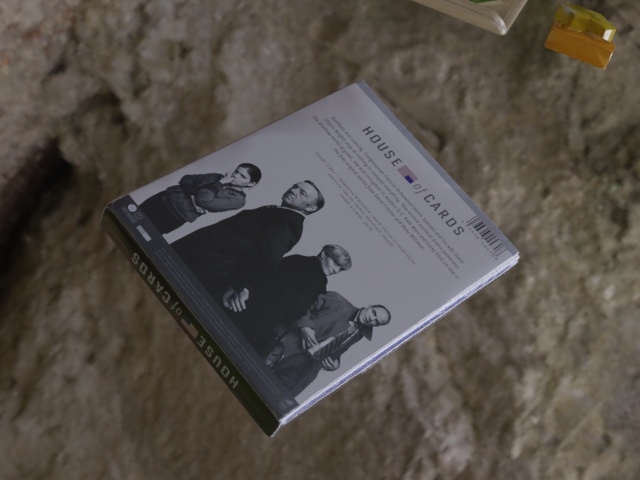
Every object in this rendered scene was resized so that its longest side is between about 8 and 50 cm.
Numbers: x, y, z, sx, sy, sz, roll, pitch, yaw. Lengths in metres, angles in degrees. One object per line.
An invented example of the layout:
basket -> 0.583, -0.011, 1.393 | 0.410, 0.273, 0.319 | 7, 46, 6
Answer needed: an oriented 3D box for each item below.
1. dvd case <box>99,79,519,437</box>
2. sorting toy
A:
dvd case -> 0.000, 0.000, 0.836 | 0.238, 0.179, 0.029 | -30, 163, -37
sorting toy -> 0.151, -0.263, 1.222 | 0.229, 0.307, 0.041 | -52, 163, -59
